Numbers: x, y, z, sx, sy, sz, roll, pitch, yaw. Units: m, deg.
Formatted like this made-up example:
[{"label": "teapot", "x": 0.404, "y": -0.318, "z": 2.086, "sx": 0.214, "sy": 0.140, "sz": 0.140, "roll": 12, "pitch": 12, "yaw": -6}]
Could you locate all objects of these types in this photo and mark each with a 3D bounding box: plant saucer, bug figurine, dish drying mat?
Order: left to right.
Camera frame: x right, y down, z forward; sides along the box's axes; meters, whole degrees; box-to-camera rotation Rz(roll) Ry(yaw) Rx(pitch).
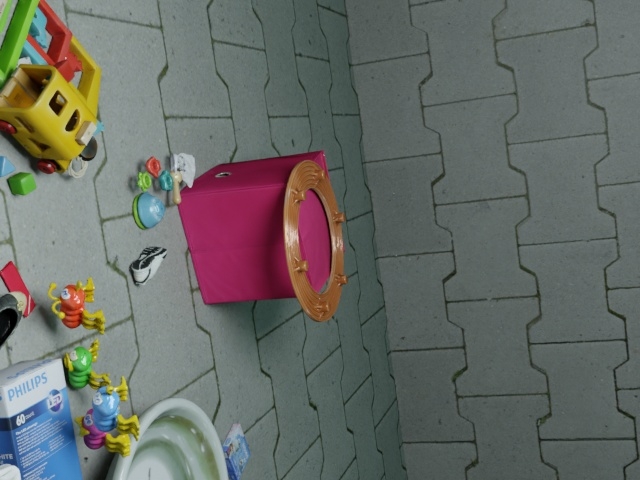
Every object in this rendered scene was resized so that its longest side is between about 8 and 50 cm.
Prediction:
[{"label": "dish drying mat", "x": -0.446, "y": 0.072, "z": 1.233, "sx": 0.032, "sy": 0.008, "sz": 0.083, "roll": -66, "pitch": 145, "yaw": -53}, {"label": "bug figurine", "x": -0.340, "y": 0.201, "z": 1.235, "sx": 0.279, "sy": 0.072, "sz": 0.216, "roll": 59, "pitch": -30, "yaw": 36}, {"label": "plant saucer", "x": -0.284, "y": 0.474, "z": 1.441, "sx": 0.400, "sy": 0.101, "sz": 0.400, "roll": -5, "pitch": 90, "yaw": -71}]

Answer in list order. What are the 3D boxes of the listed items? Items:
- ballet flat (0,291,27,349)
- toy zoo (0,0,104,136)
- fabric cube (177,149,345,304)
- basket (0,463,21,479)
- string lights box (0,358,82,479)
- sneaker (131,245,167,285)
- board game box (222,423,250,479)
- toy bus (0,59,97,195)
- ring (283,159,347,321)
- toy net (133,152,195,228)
[{"label": "ballet flat", "x": -0.447, "y": 0.133, "z": 1.148, "sx": 0.173, "sy": 0.049, "sz": 0.057, "roll": -70, "pitch": 149, "yaw": -51}, {"label": "toy zoo", "x": -0.434, "y": -0.265, "z": 1.331, "sx": 0.293, "sy": 0.030, "sz": 0.192, "roll": 56, "pitch": 33, "yaw": -54}, {"label": "fabric cube", "x": -0.121, "y": -0.032, "z": 1.818, "sx": 0.254, "sy": 0.258, "sz": 0.259, "roll": -51, "pitch": 132, "yaw": -62}, {"label": "basket", "x": -0.449, "y": 0.347, "z": 1.000, "sx": 0.167, "sy": 0.103, "sz": 0.113, "roll": -13, "pitch": 97, "yaw": -70}, {"label": "string lights box", "x": -0.408, "y": 0.309, "z": 1.169, "sx": 0.133, "sy": 0.077, "sz": 0.259, "roll": -25, "pitch": 108, "yaw": -70}, {"label": "sneaker", "x": -0.322, "y": 0.046, "z": 1.566, "sx": 0.109, "sy": 0.040, "sz": 0.043, "roll": -53, "pitch": 150, "yaw": -58}, {"label": "board game box", "x": -0.187, "y": 0.468, "z": 1.842, "sx": 0.090, "sy": 0.020, "sz": 0.090, "roll": -65, "pitch": 144, "yaw": -58}, {"label": "toy bus", "x": -0.388, "y": -0.168, "z": 1.246, "sx": 0.202, "sy": 0.104, "sz": 0.190, "roll": -27, "pitch": 122, "yaw": -59}, {"label": "ring", "x": 0.000, "y": 0.000, "z": 1.720, "sx": 0.336, "sy": 0.032, "sz": 0.336, "roll": -6, "pitch": 90, "yaw": -71}, {"label": "toy net", "x": -0.309, "y": -0.122, "z": 1.635, "sx": 0.232, "sy": 0.045, "sz": 0.122, "roll": -68, "pitch": 145, "yaw": -57}]
